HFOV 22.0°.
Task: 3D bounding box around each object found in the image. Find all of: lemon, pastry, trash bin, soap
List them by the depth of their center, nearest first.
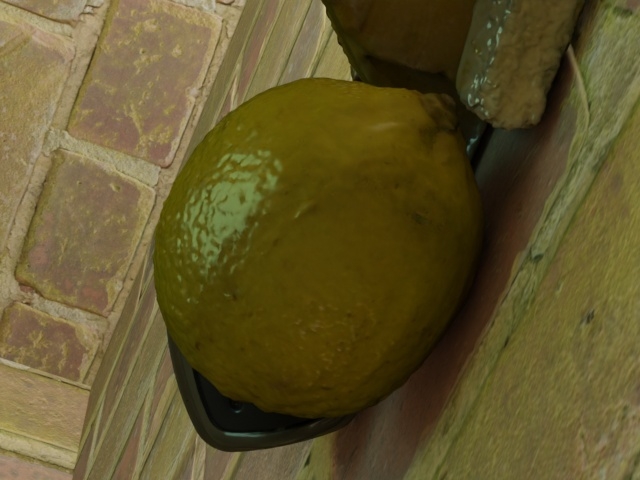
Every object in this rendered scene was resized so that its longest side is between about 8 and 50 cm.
[{"bbox_3d":[0.181,-0.208,1.322,0.121,0.089,0.258,-123,48,-61],"label":"pastry"},{"bbox_3d":[0.000,0.000,1.377,0.322,0.268,0.268,-63,13,17],"label":"lemon"},{"bbox_3d":[0.015,-0.219,1.475,0.169,0.339,0.304,-100,33,-72],"label":"soap"},{"bbox_3d":[-0.058,0.089,1.659,0.290,0.182,0.209,-113,11,-83],"label":"trash bin"}]

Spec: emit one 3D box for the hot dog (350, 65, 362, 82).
[{"bbox_3d":[0.082,-0.273,1.832,0.175,0.114,0.259,123,148,-46],"label":"hot dog"}]
